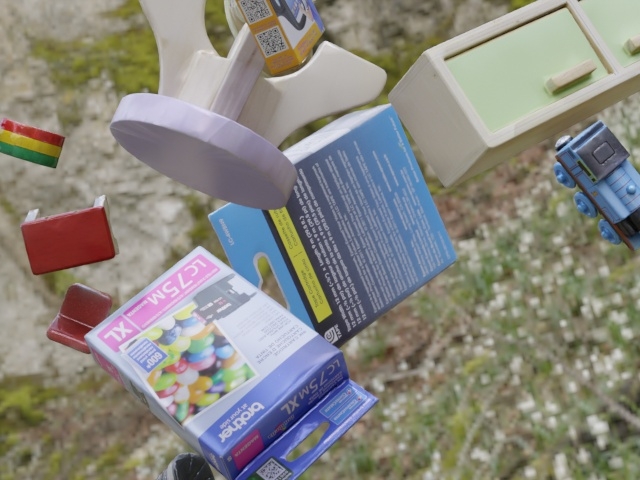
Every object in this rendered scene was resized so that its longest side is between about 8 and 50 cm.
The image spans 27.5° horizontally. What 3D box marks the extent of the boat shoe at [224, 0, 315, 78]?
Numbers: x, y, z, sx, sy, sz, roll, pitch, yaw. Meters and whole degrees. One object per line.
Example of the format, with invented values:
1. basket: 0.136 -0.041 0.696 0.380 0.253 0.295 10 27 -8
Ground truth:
1. boat shoe: -0.069 -0.337 1.637 0.104 0.285 0.089 -15 -3 -21

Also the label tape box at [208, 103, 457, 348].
1. label tape box: 0.000 0.000 1.766 0.348 0.249 0.115 -33 17 -33

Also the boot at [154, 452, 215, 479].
1. boot: -0.202 0.425 1.780 0.085 0.236 0.178 6 -28 -39

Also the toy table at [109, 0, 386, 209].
1. toy table: -0.083 -0.138 1.201 0.252 0.161 0.274 27 -8 -21

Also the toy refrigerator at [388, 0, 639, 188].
1. toy refrigerator: 0.204 -0.155 1.167 0.269 0.102 0.094 -26 -10 -29

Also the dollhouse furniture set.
1. dollhouse furniture set: -0.416 0.091 1.539 0.374 0.201 0.152 -13 9 0

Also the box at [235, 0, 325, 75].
1. box: -0.044 -0.196 0.953 0.028 0.136 0.081 -16 22 22

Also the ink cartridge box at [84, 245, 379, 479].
1. ink cartridge box: -0.105 0.145 1.485 0.186 0.311 0.065 -39 -37 -21

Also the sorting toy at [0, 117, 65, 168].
1. sorting toy: -0.314 -0.113 0.885 0.274 0.046 0.132 16 2 -32

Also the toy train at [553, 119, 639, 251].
1. toy train: 0.384 -0.069 1.740 0.080 0.184 0.105 -38 -2 -13
